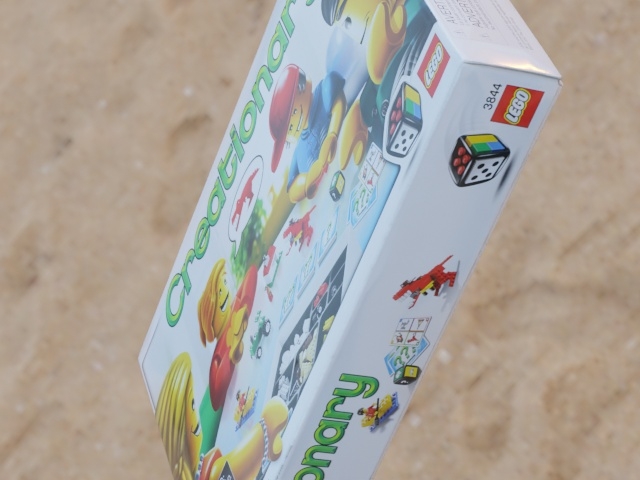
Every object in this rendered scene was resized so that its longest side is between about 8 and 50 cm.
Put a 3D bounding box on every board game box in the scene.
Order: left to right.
[{"bbox_3d":[0.000,0.000,0.919,0.193,0.053,0.305,-115,41,-51],"label":"board game box"}]
